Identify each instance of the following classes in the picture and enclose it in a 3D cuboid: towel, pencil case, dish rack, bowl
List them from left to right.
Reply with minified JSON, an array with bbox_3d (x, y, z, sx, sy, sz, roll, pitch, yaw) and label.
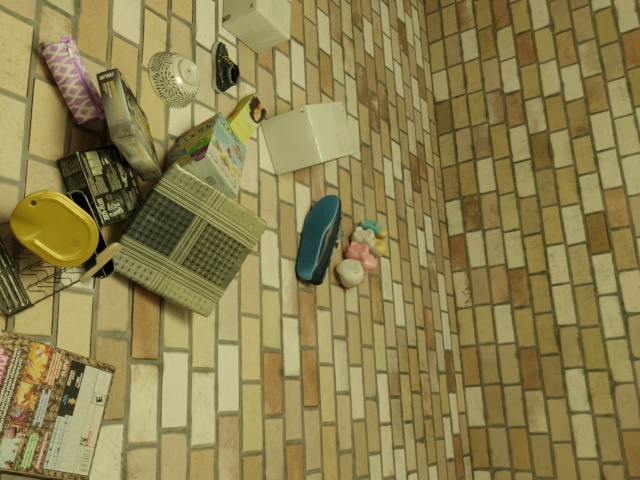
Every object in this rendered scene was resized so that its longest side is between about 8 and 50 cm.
[{"bbox_3d":[-0.589,0.029,1.306,0.271,0.074,0.208,-36,109,-55],"label":"dish rack"},{"bbox_3d":[-0.576,-0.377,1.453,0.086,0.088,0.206,-45,117,-51],"label":"pencil case"},{"bbox_3d":[-0.401,-0.472,1.760,0.170,0.080,0.170,26,58,-50],"label":"bowl"},{"bbox_3d":[-0.332,0.007,1.554,0.324,0.056,0.312,35,86,-33],"label":"towel"}]

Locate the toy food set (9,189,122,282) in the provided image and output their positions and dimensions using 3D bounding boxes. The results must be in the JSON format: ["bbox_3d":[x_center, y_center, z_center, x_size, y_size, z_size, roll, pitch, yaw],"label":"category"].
[{"bbox_3d":[-0.541,-0.014,1.278,0.128,0.071,0.218,-54,125,-18],"label":"toy food set"}]

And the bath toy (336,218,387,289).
[{"bbox_3d":[0.163,0.066,2.405,0.348,0.151,0.129,-59,162,-47],"label":"bath toy"}]

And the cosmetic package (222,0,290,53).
[{"bbox_3d":[-0.214,-0.764,2.081,0.184,0.151,0.151,28,57,-52],"label":"cosmetic package"}]

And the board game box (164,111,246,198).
[{"bbox_3d":[-0.309,-0.211,1.675,0.144,0.142,0.275,56,18,-29],"label":"board game box"}]

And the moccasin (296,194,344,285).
[{"bbox_3d":[0.000,0.000,2.192,0.117,0.138,0.342,46,58,-45],"label":"moccasin"}]

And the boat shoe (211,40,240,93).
[{"bbox_3d":[-0.296,-0.558,1.947,0.065,0.083,0.183,20,63,-53],"label":"boat shoe"}]

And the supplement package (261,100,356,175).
[{"bbox_3d":[-0.037,-0.363,2.169,0.263,0.198,0.199,-26,102,-57],"label":"supplement package"}]

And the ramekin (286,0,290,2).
[{"bbox_3d":[-0.140,-0.944,2.169,0.127,0.273,0.273,63,33,-44],"label":"ramekin"}]

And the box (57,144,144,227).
[{"bbox_3d":[-0.517,-0.128,1.465,0.147,0.078,0.180,-30,105,-57],"label":"box"}]

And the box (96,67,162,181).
[{"bbox_3d":[-0.458,-0.273,1.482,0.231,0.056,0.183,84,-13,-71],"label":"box"}]

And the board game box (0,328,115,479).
[{"bbox_3d":[-0.572,0.319,1.166,0.291,0.141,0.232,37,50,-45],"label":"board game box"}]

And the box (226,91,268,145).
[{"bbox_3d":[-0.250,-0.384,1.981,0.087,0.058,0.232,56,39,-29],"label":"box"}]
